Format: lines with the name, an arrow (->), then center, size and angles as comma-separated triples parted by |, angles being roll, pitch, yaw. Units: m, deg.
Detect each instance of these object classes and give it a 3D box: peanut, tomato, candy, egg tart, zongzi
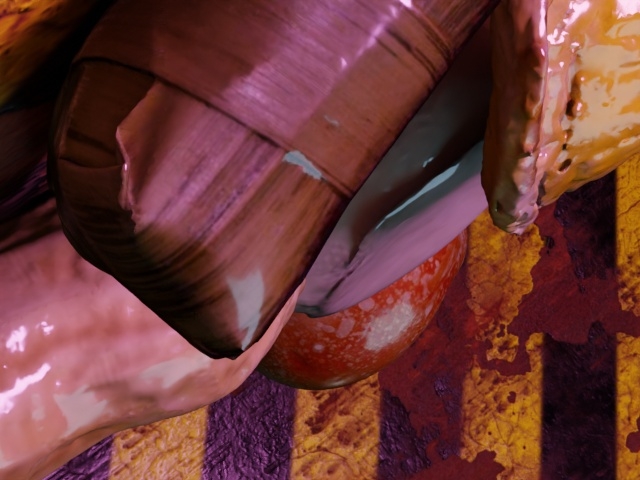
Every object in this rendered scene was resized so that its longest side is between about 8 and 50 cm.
peanut -> -0.152, 0.055, 0.804 | 0.340, 0.174, 0.158 | -24, 148, -20
tomato -> 0.000, 0.000, 1.258 | 0.270, 0.222, 0.270 | -34, -158, 16
candy -> 0.034, -0.070, 1.007 | 0.295, 0.185, 0.295 | -37, 170, -8
egg tart -> 0.162, -0.147, 0.776 | 0.315, 0.120, 0.315 | 6, 90, -79
zongzi -> -0.041, -0.105, 0.670 | 0.286, 0.138, 0.300 | -53, -159, -8
